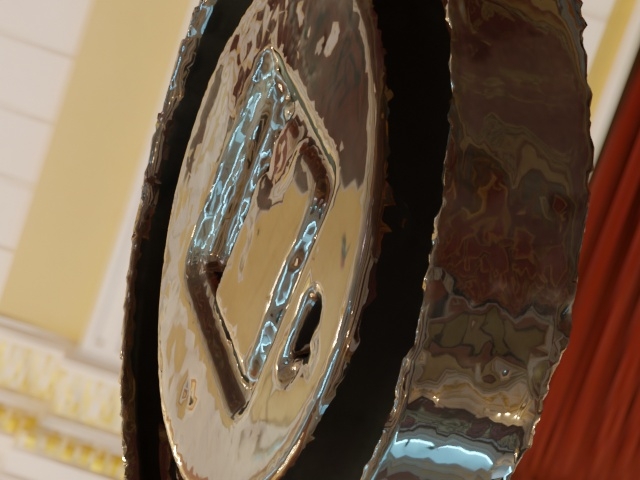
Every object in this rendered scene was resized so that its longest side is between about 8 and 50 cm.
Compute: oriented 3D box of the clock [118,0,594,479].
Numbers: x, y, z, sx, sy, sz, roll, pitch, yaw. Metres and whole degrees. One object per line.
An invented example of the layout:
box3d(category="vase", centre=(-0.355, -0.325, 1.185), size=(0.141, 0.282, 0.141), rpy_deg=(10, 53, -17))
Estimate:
box3d(category="clock", centre=(0.000, 0.000, 0.457), size=(0.042, 0.215, 0.215), rpy_deg=(11, -169, -23))
